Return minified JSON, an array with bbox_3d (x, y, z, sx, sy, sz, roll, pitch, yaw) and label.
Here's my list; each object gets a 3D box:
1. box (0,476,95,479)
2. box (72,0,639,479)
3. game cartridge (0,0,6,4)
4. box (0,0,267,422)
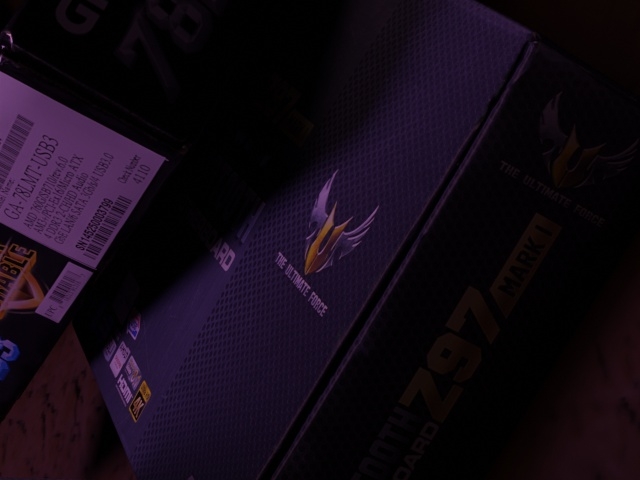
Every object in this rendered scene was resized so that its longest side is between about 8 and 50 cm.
[{"bbox_3d":[-0.090,0.152,0.472,0.130,0.091,0.170,164,109,-72],"label":"box"},{"bbox_3d":[0.000,0.000,0.571,0.183,0.059,0.232,-58,24,8],"label":"box"},{"bbox_3d":[-0.155,-0.183,0.867,0.324,0.052,0.285,-32,5,34],"label":"game cartridge"},{"bbox_3d":[-0.079,-0.081,0.695,0.293,0.073,0.295,-46,17,52],"label":"box"}]
